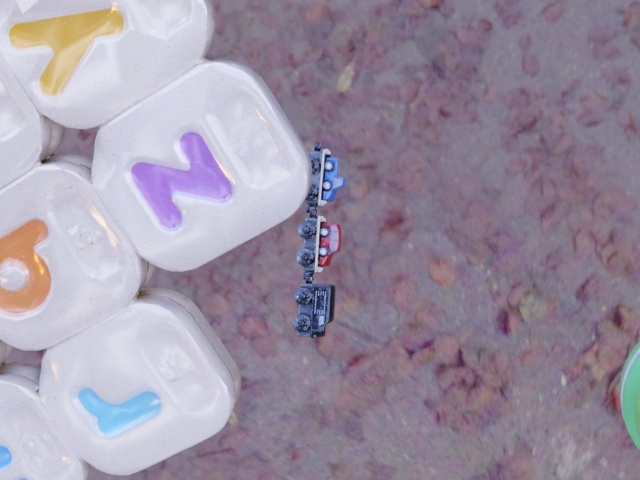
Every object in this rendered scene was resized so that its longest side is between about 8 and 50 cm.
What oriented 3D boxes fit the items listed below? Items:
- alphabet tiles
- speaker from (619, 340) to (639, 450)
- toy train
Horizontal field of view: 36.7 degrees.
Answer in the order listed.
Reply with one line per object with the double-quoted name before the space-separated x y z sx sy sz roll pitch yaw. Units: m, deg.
"alphabet tiles" -0.154 -0.028 0.346 0.278 0.021 0.284 -28 102 21
"speaker" 0.287 0.137 0.613 0.131 0.296 0.131 0 100 0
"toy train" 0.000 0.000 0.778 0.036 0.027 0.158 3 87 4
